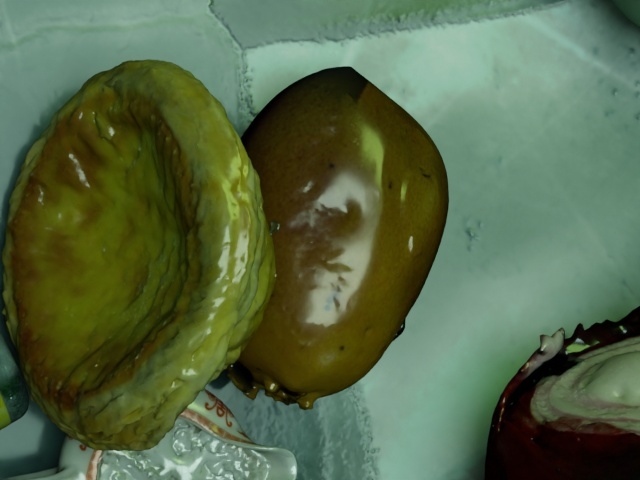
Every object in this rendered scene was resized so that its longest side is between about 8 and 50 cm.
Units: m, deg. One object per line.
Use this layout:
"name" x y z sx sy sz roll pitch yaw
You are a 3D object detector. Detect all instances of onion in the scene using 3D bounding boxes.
"onion" 0.299 0.211 1.602 0.341 0.341 0.341 0 89 -17

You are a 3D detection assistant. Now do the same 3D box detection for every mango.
"mango" 0.000 0.000 1.583 0.201 0.152 0.287 12 79 6

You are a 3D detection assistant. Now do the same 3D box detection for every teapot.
"teapot" -0.151 0.195 1.555 0.245 0.116 0.159 -11 105 -19

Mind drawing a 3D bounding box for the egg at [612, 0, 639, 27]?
"egg" 0.320 -0.298 1.666 0.183 0.183 0.264 -31 103 -15

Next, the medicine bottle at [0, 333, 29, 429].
"medicine bottle" -0.387 0.144 1.465 0.293 0.141 0.141 -28 97 -15

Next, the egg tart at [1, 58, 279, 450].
"egg tart" -0.135 0.016 1.495 0.128 0.319 0.319 13 85 -44
